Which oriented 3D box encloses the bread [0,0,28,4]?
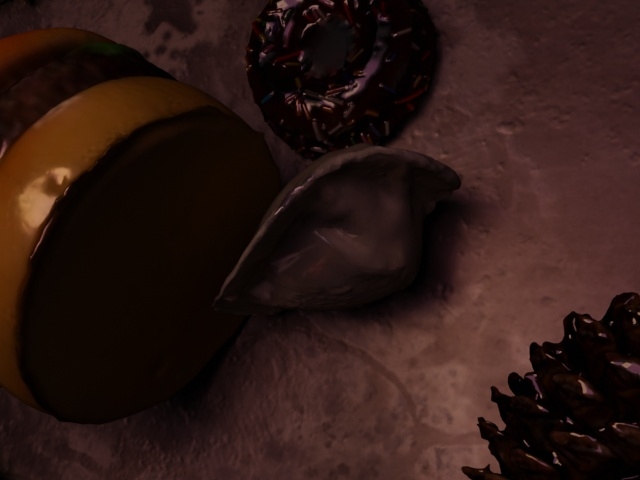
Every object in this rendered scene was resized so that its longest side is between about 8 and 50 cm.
[{"bbox_3d":[-0.589,-0.370,1.420,0.381,0.109,0.185,8,79,25],"label":"bread"}]

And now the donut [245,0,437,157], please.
[{"bbox_3d":[0.016,-0.212,1.100,0.235,0.089,0.235,-7,71,22],"label":"donut"}]

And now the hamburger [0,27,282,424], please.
[{"bbox_3d":[-0.250,-0.019,1.023,0.277,0.396,0.395,30,90,29],"label":"hamburger"}]

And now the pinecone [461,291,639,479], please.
[{"bbox_3d":[0.246,0.171,0.811,0.224,0.224,0.272,23,82,29],"label":"pinecone"}]

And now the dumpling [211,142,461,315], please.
[{"bbox_3d":[0.005,0.003,0.969,0.175,0.227,0.243,27,98,25],"label":"dumpling"}]
